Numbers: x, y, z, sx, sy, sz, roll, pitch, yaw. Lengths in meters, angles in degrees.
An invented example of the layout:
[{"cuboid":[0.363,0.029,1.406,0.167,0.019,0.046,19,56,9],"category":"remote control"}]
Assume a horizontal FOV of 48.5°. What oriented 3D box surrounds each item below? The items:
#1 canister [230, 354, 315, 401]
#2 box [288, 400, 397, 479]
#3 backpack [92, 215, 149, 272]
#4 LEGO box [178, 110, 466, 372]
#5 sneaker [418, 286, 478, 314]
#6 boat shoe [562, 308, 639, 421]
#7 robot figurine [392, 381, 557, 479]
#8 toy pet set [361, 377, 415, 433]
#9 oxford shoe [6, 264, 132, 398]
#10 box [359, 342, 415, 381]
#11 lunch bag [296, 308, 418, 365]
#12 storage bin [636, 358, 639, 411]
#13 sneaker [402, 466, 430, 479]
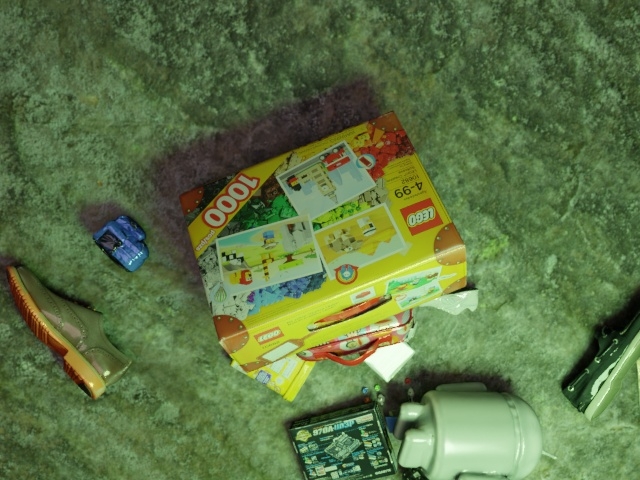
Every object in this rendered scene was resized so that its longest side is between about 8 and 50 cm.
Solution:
[{"cuboid":[-0.112,0.284,1.678,0.170,0.073,0.126,31,94,-4],"category":"canister"},{"cuboid":[0.055,0.496,1.701,0.220,0.051,0.175,-18,98,11],"category":"box"},{"cuboid":[-0.443,0.008,1.619,0.101,0.098,0.120,-42,96,-1],"category":"backpack"},{"cuboid":[0.000,0.000,1.501,0.501,0.193,0.372,-22,59,0],"category":"LEGO box"},{"cuboid":[0.304,0.150,1.690,0.152,0.053,0.061,-6,100,-2],"category":"sneaker"},{"cuboid":[0.695,0.261,1.695,0.113,0.127,0.340,36,105,37],"category":"boat shoe"},{"cuboid":[0.349,0.445,1.620,0.354,0.299,0.199,3,133,-6],"category":"robot figurine"},{"cuboid":[0.173,0.403,1.707,0.122,0.065,0.114,-13,97,0],"category":"toy pet set"},{"cuboid":[-0.584,0.188,1.642,0.133,0.130,0.363,-38,90,-31],"category":"oxford shoe"},{"cuboid":[0.152,0.258,1.671,0.087,0.101,0.102,42,91,-6],"category":"box"},{"cuboid":[0.062,0.154,1.591,0.293,0.120,0.258,-12,61,3],"category":"lunch bag"},{"cuboid":[0.922,0.384,1.710,0.263,0.123,0.260,-8,96,-1],"category":"storage bin"},{"cuboid":[0.310,0.569,1.731,0.234,0.078,0.106,-19,122,-14],"category":"sneaker"}]
